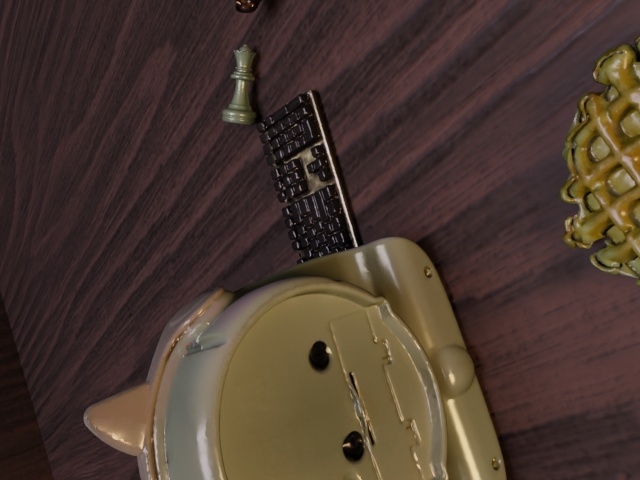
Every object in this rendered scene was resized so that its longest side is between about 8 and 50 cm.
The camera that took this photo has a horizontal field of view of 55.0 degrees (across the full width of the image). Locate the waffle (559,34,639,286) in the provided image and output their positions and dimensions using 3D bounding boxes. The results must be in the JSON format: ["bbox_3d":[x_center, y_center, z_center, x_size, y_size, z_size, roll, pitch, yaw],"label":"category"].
[{"bbox_3d":[0.236,-0.040,0.381,0.183,0.036,0.169,27,121,46],"label":"waffle"}]

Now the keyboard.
[{"bbox_3d":[0.000,0.000,0.677,0.106,0.027,0.317,-24,81,49],"label":"keyboard"}]

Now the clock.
[{"bbox_3d":[-0.007,0.148,0.487,0.109,0.324,0.265,-26,80,50],"label":"clock"}]

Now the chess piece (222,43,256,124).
[{"bbox_3d":[-0.094,-0.187,0.738,0.042,0.042,0.093,18,106,47],"label":"chess piece"}]

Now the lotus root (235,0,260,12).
[{"bbox_3d":[-0.068,-0.321,0.653,0.072,0.063,0.152,32,124,19],"label":"lotus root"}]
